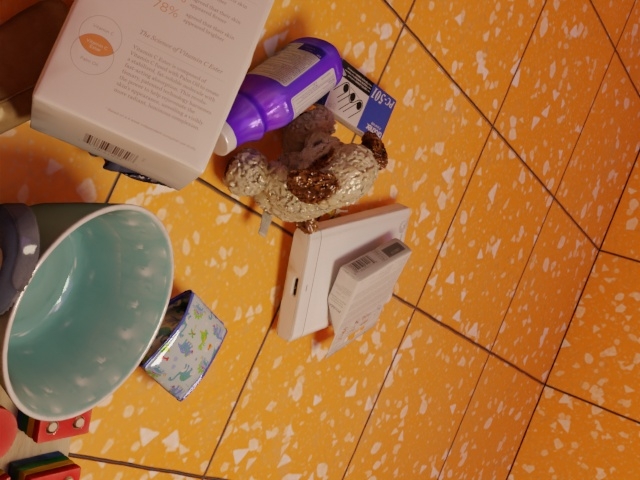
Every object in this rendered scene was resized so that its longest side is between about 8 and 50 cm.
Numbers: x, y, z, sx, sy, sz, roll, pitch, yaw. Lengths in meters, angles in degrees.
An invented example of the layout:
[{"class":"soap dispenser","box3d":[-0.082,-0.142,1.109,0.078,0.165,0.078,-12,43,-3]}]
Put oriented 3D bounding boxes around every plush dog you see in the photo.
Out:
[{"class":"plush dog","box3d":[-0.002,-0.106,1.490,0.262,0.225,0.211,-36,110,-35]}]

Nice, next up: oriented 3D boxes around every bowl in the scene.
[{"class":"bowl","box3d":[-0.364,0.072,1.182,0.311,0.163,0.312,-46,148,-40]}]

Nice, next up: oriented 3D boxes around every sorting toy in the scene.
[{"class":"sorting toy","box3d":[-0.462,0.324,1.257,0.255,0.089,0.257,0,105,-51]}]

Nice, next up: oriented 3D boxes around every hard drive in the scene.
[{"class":"hard drive","box3d":[0.055,0.058,1.787,0.353,0.047,0.233,-16,122,-51]}]

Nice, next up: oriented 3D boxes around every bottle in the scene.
[{"class":"bottle","box3d":[-0.084,-0.244,1.454,0.283,0.118,0.092,-43,135,-32]}]

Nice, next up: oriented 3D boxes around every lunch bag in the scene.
[{"class":"lunch bag","box3d":[-0.240,0.172,1.461,0.151,0.096,0.129,-48,138,-13]}]

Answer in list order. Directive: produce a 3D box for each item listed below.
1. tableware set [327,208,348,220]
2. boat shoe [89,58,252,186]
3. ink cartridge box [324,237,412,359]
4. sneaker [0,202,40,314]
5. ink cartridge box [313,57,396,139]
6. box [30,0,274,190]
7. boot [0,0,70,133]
[{"class":"tableware set","box3d":[0.000,0.000,1.737,0.104,0.024,0.154,3,108,-56]},{"class":"boat shoe","box3d":[-0.217,-0.233,1.252,0.158,0.127,0.341,3,117,-48]},{"class":"ink cartridge box","box3d":[0.082,0.120,1.795,0.189,0.066,0.232,-27,152,-45]},{"class":"sneaker","box3d":[-0.456,0.057,1.001,0.319,0.112,0.131,-35,157,28]},{"class":"ink cartridge box","box3d":[0.067,-0.273,1.688,0.207,0.046,0.097,24,87,-53]},{"class":"box","box3d":[-0.198,-0.269,1.090,0.215,0.168,0.345,24,78,-16]},{"class":"boot","box3d":[-0.404,-0.155,1.124,0.269,0.089,0.236,-41,134,-35]}]
